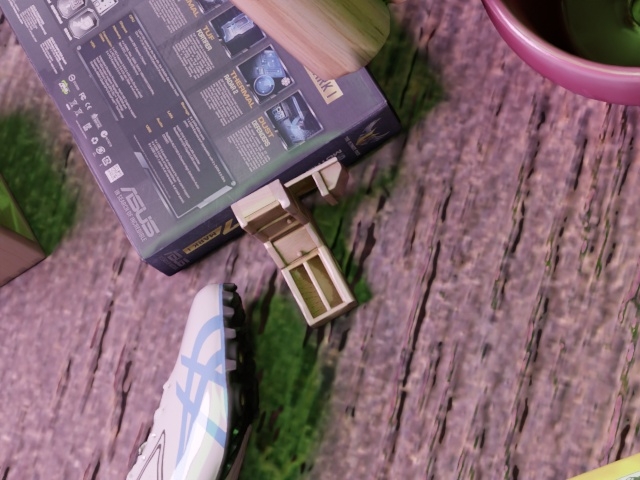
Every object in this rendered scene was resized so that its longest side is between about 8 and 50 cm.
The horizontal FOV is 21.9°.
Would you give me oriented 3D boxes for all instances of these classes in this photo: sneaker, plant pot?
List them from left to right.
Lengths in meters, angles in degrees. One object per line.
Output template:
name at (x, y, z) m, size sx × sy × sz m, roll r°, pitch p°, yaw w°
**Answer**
sneaker at (-0.086, 0.139, 1.002) m, size 0.086 × 0.085 × 0.237 m, roll 6°, pitch 79°, yaw 9°
plant pot at (0.190, -0.163, 0.950) m, size 0.201 × 0.180 × 0.201 m, roll -2°, pitch 79°, yaw 12°

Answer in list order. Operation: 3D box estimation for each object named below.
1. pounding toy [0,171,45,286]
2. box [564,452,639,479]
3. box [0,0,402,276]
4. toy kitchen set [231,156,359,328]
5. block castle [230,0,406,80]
pounding toy at (-0.269, -0.029, 1.048) m, size 0.100 × 0.141 × 0.130 m, roll -33°, pitch 73°, yaw 5°
box at (0.206, 0.144, 0.935) m, size 0.232 × 0.087 × 0.058 m, roll -23°, pitch 73°, yaw 9°
box at (-0.083, -0.122, 1.067) m, size 0.183 × 0.059 × 0.232 m, roll -33°, pitch 73°, yaw 5°
toy kitchen set at (0.000, 0.000, 1.010) m, size 0.068 × 0.083 × 0.075 m, roll -29°, pitch 74°, yaw 6°
block castle at (0.035, -0.334, 0.866) m, size 0.453 × 0.213 × 0.303 m, roll -47°, pitch 35°, yaw 6°
